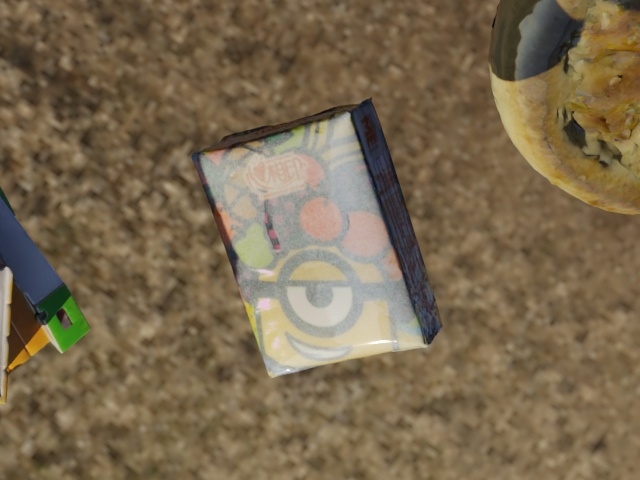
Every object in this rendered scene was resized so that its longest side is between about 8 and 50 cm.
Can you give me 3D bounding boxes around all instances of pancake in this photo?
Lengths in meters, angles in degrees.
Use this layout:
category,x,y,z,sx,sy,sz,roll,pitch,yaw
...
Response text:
category,x,y,z,sx,sy,sz,roll,pitch,yaw
pancake,0.312,-0.149,1.249,0.382,0.071,0.382,-4,139,-3

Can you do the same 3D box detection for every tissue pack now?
category,x,y,z,sx,sy,sz,roll,pitch,yaw
tissue pack,0.000,0.000,1.086,0.060,0.109,0.148,-41,115,-65

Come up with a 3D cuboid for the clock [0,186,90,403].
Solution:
category,x,y,z,sx,sy,sz,roll,pitch,yaw
clock,-0.370,0.038,1.633,0.235,0.166,0.309,-40,107,-19
